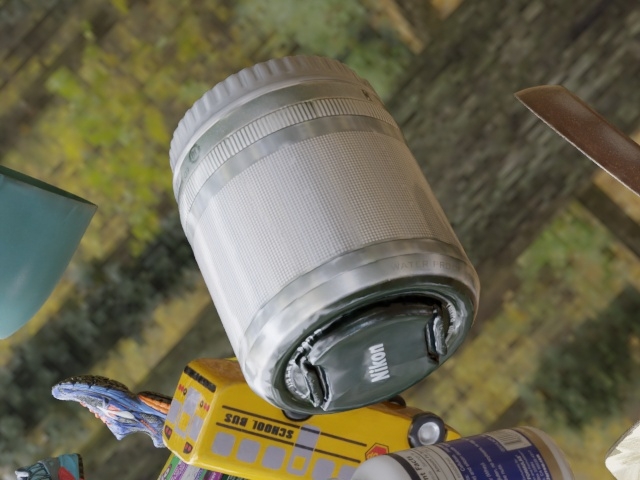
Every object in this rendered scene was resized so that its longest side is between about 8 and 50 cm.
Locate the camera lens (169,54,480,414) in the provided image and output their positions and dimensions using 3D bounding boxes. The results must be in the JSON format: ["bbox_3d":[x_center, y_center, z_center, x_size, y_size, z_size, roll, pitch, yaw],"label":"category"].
[{"bbox_3d":[0.000,0.000,1.517,0.219,0.219,0.274,39,-158,-56],"label":"camera lens"}]

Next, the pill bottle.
[{"bbox_3d":[0.117,0.283,1.728,0.264,0.153,0.153,-8,-148,-24],"label":"pill bottle"}]

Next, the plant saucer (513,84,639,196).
[{"bbox_3d":[0.266,-0.087,1.569,0.198,0.036,0.198,37,-171,-7],"label":"plant saucer"}]

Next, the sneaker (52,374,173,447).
[{"bbox_3d":[-0.328,0.275,2.733,0.221,0.087,0.083,17,-178,1],"label":"sneaker"}]

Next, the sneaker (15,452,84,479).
[{"bbox_3d":[-0.405,0.415,2.493,0.262,0.125,0.104,-109,16,-63],"label":"sneaker"}]

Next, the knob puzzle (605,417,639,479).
[{"bbox_3d":[0.402,0.227,1.815,0.213,0.213,0.030,42,-147,-26],"label":"knob puzzle"}]

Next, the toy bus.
[{"bbox_3d":[-0.005,0.224,1.975,0.332,0.130,0.108,18,-178,-29],"label":"toy bus"}]

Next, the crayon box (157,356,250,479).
[{"bbox_3d":[-0.134,0.331,2.270,0.106,0.363,0.313,31,165,-13],"label":"crayon box"}]

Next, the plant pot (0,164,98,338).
[{"bbox_3d":[-0.504,0.005,2.483,0.293,0.235,0.293,22,-179,0],"label":"plant pot"}]
